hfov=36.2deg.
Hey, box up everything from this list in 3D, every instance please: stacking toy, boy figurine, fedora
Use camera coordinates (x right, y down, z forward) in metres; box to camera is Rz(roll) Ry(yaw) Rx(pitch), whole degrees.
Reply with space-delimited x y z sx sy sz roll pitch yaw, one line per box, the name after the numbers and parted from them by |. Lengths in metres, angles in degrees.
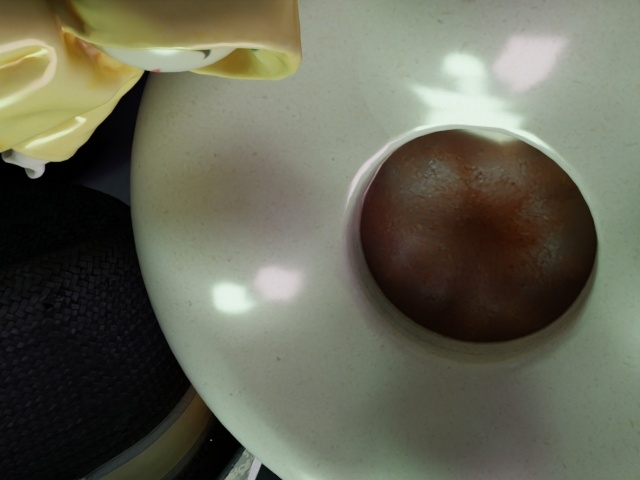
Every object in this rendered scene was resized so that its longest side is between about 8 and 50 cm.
0.127 -0.069 0.632 0.350 0.350 0.480 -28 -170 25 | stacking toy
-0.136 -0.053 0.380 0.285 0.092 0.177 -23 172 9 | boy figurine
-0.203 0.060 0.569 0.334 0.152 0.334 -4 -150 2 | fedora

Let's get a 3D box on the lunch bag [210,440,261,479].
-0.172 0.159 1.033 0.235 0.169 0.287 0 120 -42 | lunch bag
